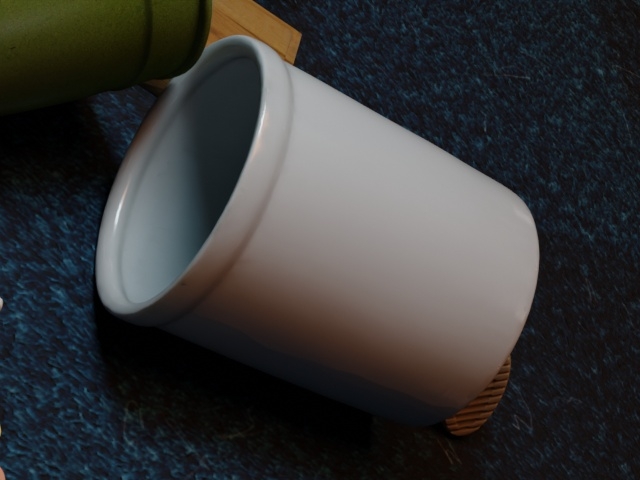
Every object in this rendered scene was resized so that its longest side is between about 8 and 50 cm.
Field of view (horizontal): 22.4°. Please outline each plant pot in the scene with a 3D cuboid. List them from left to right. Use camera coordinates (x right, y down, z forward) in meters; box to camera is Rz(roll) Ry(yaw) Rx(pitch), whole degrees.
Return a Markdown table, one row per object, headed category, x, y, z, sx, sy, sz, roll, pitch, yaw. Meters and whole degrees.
| category | x | y | z | sx | sy | sz | roll | pitch | yaw |
| --- | --- | --- | --- | --- | --- | --- | --- | --- | --- |
| plant pot | -0.362 | -0.274 | 1.672 | 0.353 | 0.366 | 0.366 | -29 | 77 | -29 |

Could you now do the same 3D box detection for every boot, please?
| category | x | y | z | sx | sy | sz | roll | pitch | yaw |
| --- | --- | --- | --- | --- | --- | --- | --- | --- | --- |
| boot | 0.162 | 0.095 | 2.006 | 0.090 | 0.248 | 0.207 | 0 | 18 | -17 |

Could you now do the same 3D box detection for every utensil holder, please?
| category | x | y | z | sx | sy | sz | roll | pitch | yaw |
| --- | --- | --- | --- | --- | --- | --- | --- | --- | --- |
| utensil holder | 0.000 | 0.000 | 1.779 | 0.385 | 0.327 | 0.327 | 25 | 42 | -28 |

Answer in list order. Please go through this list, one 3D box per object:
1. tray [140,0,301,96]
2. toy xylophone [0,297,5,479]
| category | x | y | z | sx | sy | sz | roll | pitch | yaw |
| --- | --- | --- | --- | --- | --- | --- | --- | --- | --- |
| tray | -0.222 | -0.299 | 2.041 | 0.411 | 0.076 | 0.203 | 32 | 40 | -16 |
| toy xylophone | -0.399 | 0.159 | 1.456 | 0.236 | 0.081 | 0.322 | 18 | 45 | -30 |
